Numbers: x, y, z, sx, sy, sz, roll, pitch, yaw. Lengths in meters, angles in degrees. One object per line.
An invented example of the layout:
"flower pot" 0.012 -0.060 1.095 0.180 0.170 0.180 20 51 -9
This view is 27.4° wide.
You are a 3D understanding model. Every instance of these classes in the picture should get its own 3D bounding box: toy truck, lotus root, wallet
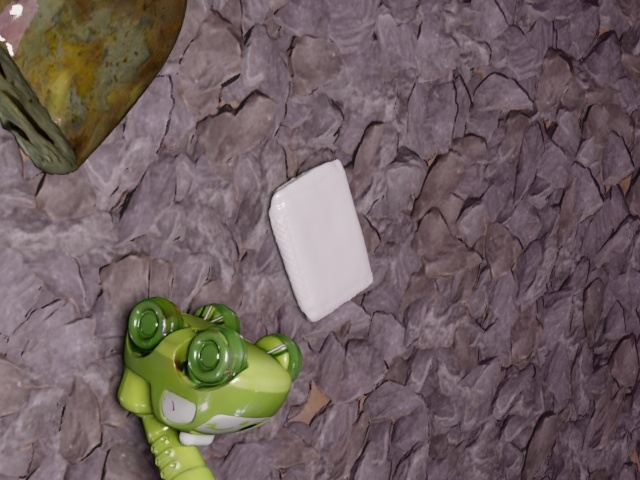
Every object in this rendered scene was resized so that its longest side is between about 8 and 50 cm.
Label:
"toy truck" -0.143 0.162 1.440 0.148 0.187 0.210 11 117 -55
"lotus root" -0.230 -0.240 1.302 0.260 0.149 0.267 -47 128 -23
"wallet" 0.000 0.000 1.620 0.124 0.032 0.183 -32 116 -32
